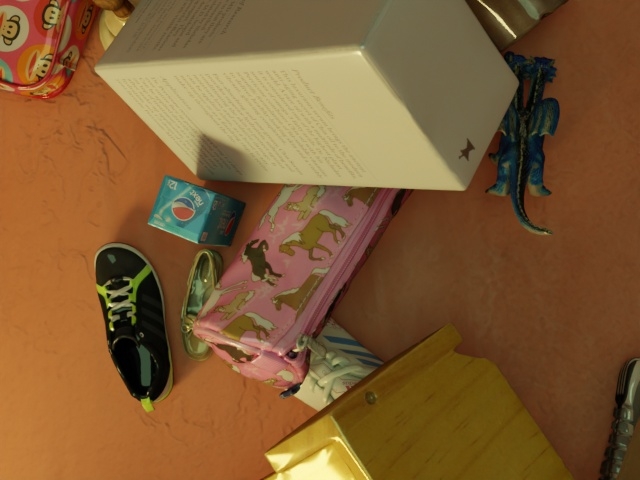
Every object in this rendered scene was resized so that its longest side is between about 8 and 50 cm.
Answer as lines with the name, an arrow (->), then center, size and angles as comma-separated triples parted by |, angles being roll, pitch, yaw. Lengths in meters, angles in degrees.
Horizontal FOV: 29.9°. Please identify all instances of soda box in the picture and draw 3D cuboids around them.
soda box -> -0.156, -0.035, 1.547 | 0.071, 0.210, 0.067 | 20, 90, 6

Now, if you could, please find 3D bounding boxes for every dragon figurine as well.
dragon figurine -> 0.257, -0.133, 1.517 | 0.085, 0.289, 0.144 | 4, 126, 8

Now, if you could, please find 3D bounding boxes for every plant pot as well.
plant pot -> 0.232, -0.345, 1.554 | 0.167, 0.167, 0.165 | -39, 92, 3

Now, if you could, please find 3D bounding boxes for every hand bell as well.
hand bell -> -0.258, -0.301, 1.552 | 0.126, 0.242, 0.126 | 0, 88, 5

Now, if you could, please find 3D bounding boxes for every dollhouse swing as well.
dollhouse swing -> 0.089, 0.353, 1.444 | 0.315, 0.305, 0.347 | -32, 85, -38

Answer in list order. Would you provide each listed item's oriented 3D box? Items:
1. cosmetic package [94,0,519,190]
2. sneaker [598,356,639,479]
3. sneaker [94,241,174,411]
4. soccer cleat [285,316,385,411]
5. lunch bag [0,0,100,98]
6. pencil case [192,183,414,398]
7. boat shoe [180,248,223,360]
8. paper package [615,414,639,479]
cosmetic package -> -0.027, -0.193, 1.404 | 0.453, 0.230, 0.161 | 6, 58, 44
sneaker -> 0.439, 0.273, 1.543 | 0.132, 0.086, 0.229 | 11, 88, 4
sneaker -> -0.249, 0.112, 1.607 | 0.084, 0.097, 0.235 | -19, 86, 4
soccer cleat -> 0.011, 0.166, 1.557 | 0.331, 0.143, 0.116 | 31, 91, 6
lunch bag -> -0.432, -0.358, 1.632 | 0.258, 0.120, 0.293 | 21, 90, 7
pencil case -> 0.000, 0.000, 1.508 | 0.167, 0.160, 0.386 | 27, 71, 13
boat shoe -> -0.162, 0.088, 1.624 | 0.056, 0.048, 0.153 | 10, 89, 6
paper package -> 0.486, 0.348, 1.377 | 0.168, 0.309, 0.325 | 3, 110, -30
